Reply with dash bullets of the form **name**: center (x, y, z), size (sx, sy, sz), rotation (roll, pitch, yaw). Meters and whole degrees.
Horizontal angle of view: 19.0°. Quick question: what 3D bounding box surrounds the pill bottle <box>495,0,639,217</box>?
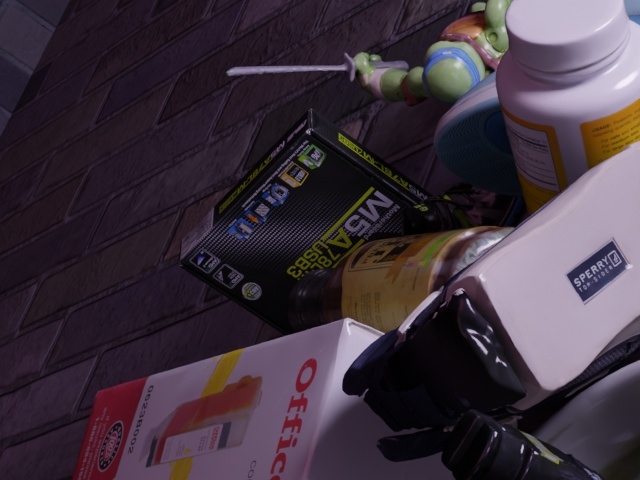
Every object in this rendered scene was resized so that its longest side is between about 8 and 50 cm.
- **pill bottle**: center (0.195, -0.081, 1.384), size (0.117, 0.215, 0.117), rotation (-11, 39, 9)

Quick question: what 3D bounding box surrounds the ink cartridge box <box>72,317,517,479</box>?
- **ink cartridge box**: center (-0.053, 0.235, 1.440), size (0.385, 0.160, 0.279), rotation (-20, 50, 54)

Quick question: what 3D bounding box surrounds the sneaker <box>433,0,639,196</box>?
- **sneaker**: center (0.242, -0.162, 1.527), size (0.319, 0.127, 0.208), rotation (-18, 40, 32)

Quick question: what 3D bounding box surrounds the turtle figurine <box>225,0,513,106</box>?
- **turtle figurine**: center (0.108, -0.216, 1.703), size (0.266, 0.275, 0.197), rotation (-27, -47, -61)

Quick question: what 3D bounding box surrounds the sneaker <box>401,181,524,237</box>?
- **sneaker**: center (0.115, -0.018, 1.659), size (0.188, 0.078, 0.067), rotation (-56, 21, -6)

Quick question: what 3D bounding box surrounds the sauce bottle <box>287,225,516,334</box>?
- **sauce bottle**: center (0.069, 0.050, 1.505), size (0.111, 0.111, 0.344), rotation (-62, 21, -15)

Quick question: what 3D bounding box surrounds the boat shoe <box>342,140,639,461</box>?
- **boat shoe**: center (0.155, 0.037, 1.286), size (0.340, 0.127, 0.158), rotation (-23, -9, -45)

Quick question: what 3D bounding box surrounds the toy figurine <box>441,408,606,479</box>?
- **toy figurine**: center (0.090, 0.222, 1.046), size (0.209, 0.148, 0.213), rotation (-41, 28, 45)

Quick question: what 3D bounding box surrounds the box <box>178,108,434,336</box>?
- **box**: center (0.000, 0.000, 1.730), size (0.191, 0.184, 0.045), rotation (-44, 23, 25)

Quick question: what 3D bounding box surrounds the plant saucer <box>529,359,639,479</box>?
- **plant saucer**: center (0.189, 0.251, 1.111), size (0.400, 0.100, 0.400), rotation (-43, 26, 27)
